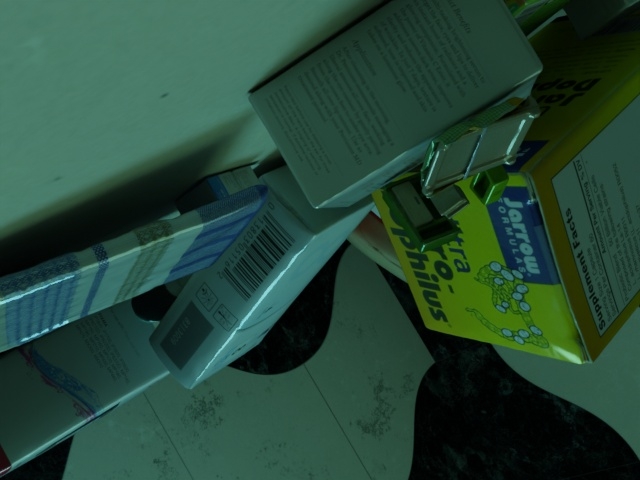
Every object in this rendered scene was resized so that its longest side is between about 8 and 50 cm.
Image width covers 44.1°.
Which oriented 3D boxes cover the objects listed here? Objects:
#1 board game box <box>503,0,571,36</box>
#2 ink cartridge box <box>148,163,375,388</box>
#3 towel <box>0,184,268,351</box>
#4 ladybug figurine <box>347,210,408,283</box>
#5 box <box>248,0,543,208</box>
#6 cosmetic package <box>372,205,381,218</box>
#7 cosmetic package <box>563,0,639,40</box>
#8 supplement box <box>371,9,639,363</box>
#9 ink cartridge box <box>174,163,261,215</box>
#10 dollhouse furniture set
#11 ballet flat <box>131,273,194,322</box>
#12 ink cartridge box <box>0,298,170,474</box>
[{"bbox_3d":[0.133,-0.170,0.724,0.124,0.039,0.259,-29,174,-33],"label":"board game box"},{"bbox_3d":[0.000,0.000,0.984,0.385,0.091,0.308,-27,161,-49],"label":"ink cartridge box"},{"bbox_3d":[-0.193,0.033,0.624,0.284,0.034,0.209,-23,174,-24],"label":"towel"},{"bbox_3d":[0.225,0.006,1.251,0.162,0.449,0.305,-63,160,11],"label":"ladybug figurine"},{"bbox_3d":[0.056,-0.103,0.560,0.170,0.091,0.130,-31,176,11],"label":"box"},{"bbox_3d":[0.193,-0.084,1.053,0.184,0.151,0.151,-53,-174,-27],"label":"cosmetic package"},{"bbox_3d":[0.351,-0.284,0.750,0.239,0.060,0.099,-30,177,-7],"label":"cosmetic package"},{"bbox_3d":[0.249,-0.076,0.785,0.356,0.194,0.195,-39,-153,-30],"label":"supplement box"},{"bbox_3d":[-0.087,-0.042,0.724,0.048,0.028,0.083,-32,177,35],"label":"ink cartridge box"},{"bbox_3d":[0.086,-0.056,0.540,0.076,0.059,0.152,-22,155,-16],"label":"dollhouse furniture set"},{"bbox_3d":[-0.151,0.036,1.007,0.203,0.074,0.074,-28,176,-43],"label":"ballet flat"},{"bbox_3d":[-0.372,0.209,1.034,0.306,0.131,0.226,-27,175,-34],"label":"ink cartridge box"}]
